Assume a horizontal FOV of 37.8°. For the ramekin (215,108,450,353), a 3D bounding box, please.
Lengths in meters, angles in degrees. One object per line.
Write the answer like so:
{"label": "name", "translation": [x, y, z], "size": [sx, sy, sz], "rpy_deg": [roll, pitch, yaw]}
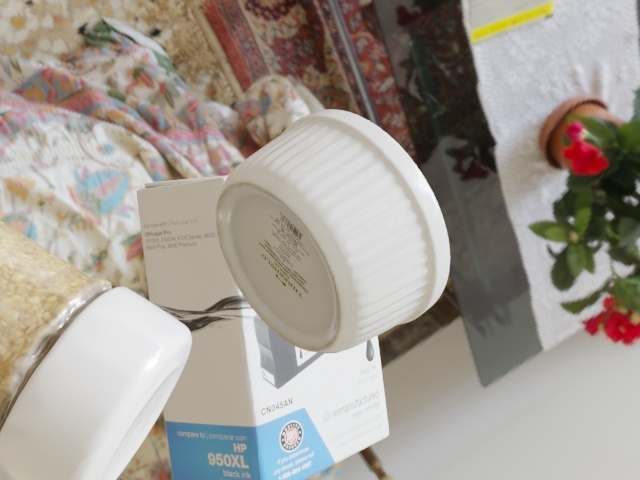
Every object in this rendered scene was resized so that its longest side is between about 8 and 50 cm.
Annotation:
{"label": "ramekin", "translation": [0.000, 0.000, 0.817], "size": [0.109, 0.207, 0.207], "rpy_deg": [-30, 138, -32]}

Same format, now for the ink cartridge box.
{"label": "ink cartridge box", "translation": [-0.068, 0.103, 1.247], "size": [0.285, 0.166, 0.395], "rpy_deg": [-12, 95, -52]}

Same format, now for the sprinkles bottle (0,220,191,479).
{"label": "sprinkles bottle", "translation": [-0.247, 0.010, 0.504], "size": [0.121, 0.355, 0.121], "rpy_deg": [-59, 176, -7]}
